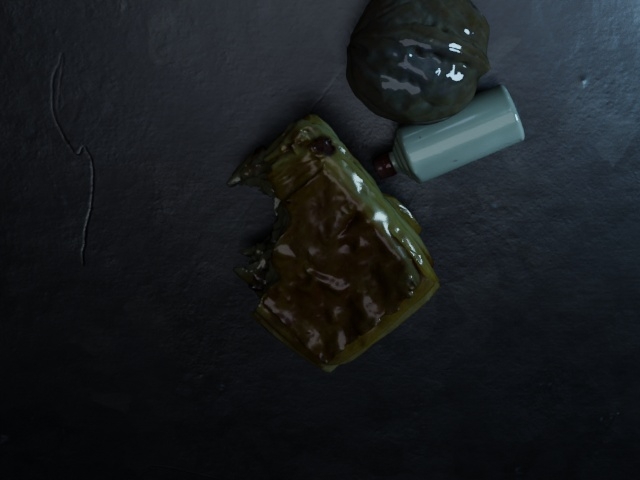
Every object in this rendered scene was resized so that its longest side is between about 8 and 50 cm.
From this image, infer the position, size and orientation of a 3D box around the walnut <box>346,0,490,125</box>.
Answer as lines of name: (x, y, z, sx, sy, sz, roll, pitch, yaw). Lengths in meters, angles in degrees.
walnut: (0.150, -0.282, 1.241, 0.224, 0.224, 0.224, 1, 111, 2)

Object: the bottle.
bottle: (0.203, -0.163, 1.330, 0.245, 0.104, 0.104, -22, 109, 10)

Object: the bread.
bread: (0.000, 0.000, 1.359, 0.314, 0.191, 0.370, -39, 97, 25)
